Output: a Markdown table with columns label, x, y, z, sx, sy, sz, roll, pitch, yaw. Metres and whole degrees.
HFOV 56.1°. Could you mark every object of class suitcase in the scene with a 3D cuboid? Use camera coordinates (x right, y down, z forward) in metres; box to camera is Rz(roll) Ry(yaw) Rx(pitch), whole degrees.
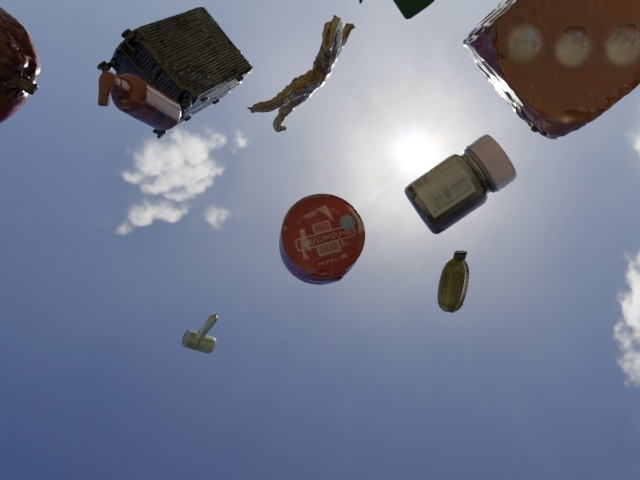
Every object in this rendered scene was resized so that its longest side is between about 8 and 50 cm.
| label | x | y | z | sx | sy | sz | roll | pitch | yaw |
| --- | --- | --- | --- | --- | --- | --- | --- | --- | --- |
| suitcase | -0.354 | -0.440 | 1.529 | 0.152 | 0.230 | 0.335 | -32 | -168 | 37 |

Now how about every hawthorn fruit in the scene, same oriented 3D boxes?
| label | x | y | z | sx | sy | sz | roll | pitch | yaw |
| --- | --- | --- | --- | --- | --- | --- | --- | --- | --- |
| hawthorn fruit | -0.711 | -0.364 | 1.234 | 0.307 | 0.265 | 0.265 | 31 | -134 | 10 |

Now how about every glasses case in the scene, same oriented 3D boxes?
| label | x | y | z | sx | sy | sz | roll | pitch | yaw |
| --- | --- | --- | --- | --- | --- | --- | --- | --- | --- |
| glasses case | 0.160 | -0.556 | 1.245 | 0.077 | 0.184 | 0.039 | -30 | -150 | 23 |

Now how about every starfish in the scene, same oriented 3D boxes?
| label | x | y | z | sx | sy | sz | roll | pitch | yaw |
| --- | --- | --- | --- | --- | --- | --- | --- | --- | --- |
| starfish | -0.051 | -0.451 | 1.719 | 0.082 | 0.432 | 0.324 | 46 | -153 | -1 |

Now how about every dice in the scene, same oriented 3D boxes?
| label | x | y | z | sx | sy | sz | roll | pitch | yaw |
| --- | --- | --- | --- | --- | --- | --- | --- | --- | --- |
| dice | 0.300 | -0.248 | 0.761 | 0.179 | 0.174 | 0.175 | 49 | -162 | -5 |

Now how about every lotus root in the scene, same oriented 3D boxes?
| label | x | y | z | sx | sy | sz | roll | pitch | yaw |
| --- | --- | --- | --- | --- | --- | --- | --- | --- | --- |
| lotus root | 0.381 | 0.116 | 1.721 | 0.077 | 0.183 | 0.090 | 10 | 179 | 32 |

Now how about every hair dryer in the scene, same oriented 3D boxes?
| label | x | y | z | sx | sy | sz | roll | pitch | yaw |
| --- | --- | --- | --- | --- | --- | --- | --- | --- | --- |
| hair dryer | -0.305 | 0.244 | 1.608 | 0.081 | 0.137 | 0.047 | 22 | -148 | -29 |

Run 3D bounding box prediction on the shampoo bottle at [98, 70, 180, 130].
| label | x | y | z | sx | sy | sz | roll | pitch | yaw |
| --- | --- | --- | --- | --- | --- | --- | --- | --- | --- |
| shampoo bottle | -0.371 | -0.288 | 1.224 | 0.085 | 0.086 | 0.244 | 10 | -179 | 13 |

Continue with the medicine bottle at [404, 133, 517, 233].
| label | x | y | z | sx | sy | sz | roll | pitch | yaw |
| --- | --- | --- | --- | --- | --- | --- | --- | --- | --- |
| medicine bottle | 0.380 | -0.153 | 1.645 | 0.273 | 0.165 | 0.165 | -34 | -139 | 6 |

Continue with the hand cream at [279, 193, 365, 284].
| label | x | y | z | sx | sy | sz | roll | pitch | yaw |
| --- | --- | --- | --- | --- | --- | --- | --- | --- | --- |
| hand cream | 0.000 | 0.000 | 1.586 | 0.230 | 0.149 | 0.231 | 2 | -103 | -8 |

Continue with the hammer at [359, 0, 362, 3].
| label | x | y | z | sx | sy | sz | roll | pitch | yaw |
| --- | --- | --- | --- | --- | --- | --- | --- | --- | --- |
| hammer | 0.093 | -0.822 | 1.934 | 0.027 | 0.125 | 0.297 | 38 | -146 | 15 |
